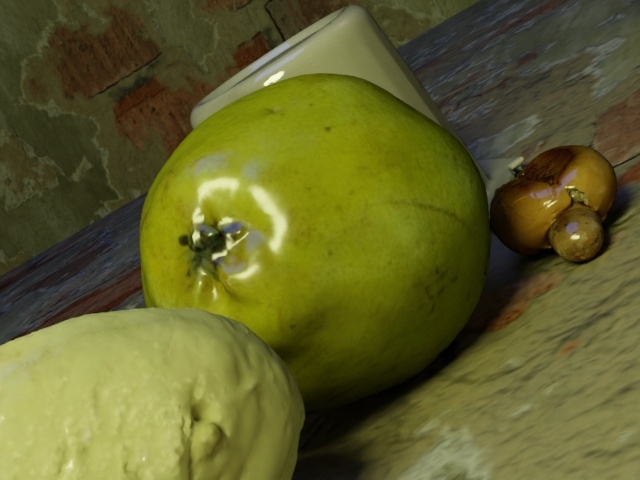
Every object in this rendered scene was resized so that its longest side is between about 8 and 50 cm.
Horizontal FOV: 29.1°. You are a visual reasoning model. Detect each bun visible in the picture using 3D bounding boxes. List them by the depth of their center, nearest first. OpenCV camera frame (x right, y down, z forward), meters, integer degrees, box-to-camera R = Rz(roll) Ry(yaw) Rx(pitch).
[{"bbox_3d":[-0.131,0.143,0.586,0.259,0.160,0.259,-18,-16,-5],"label":"bun"}]

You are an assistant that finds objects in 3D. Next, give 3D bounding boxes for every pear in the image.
[{"bbox_3d":[0.000,0.000,0.771,0.212,0.212,0.269,-26,-8,28],"label":"pear"}]

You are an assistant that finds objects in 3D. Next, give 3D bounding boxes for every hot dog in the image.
[{"bbox_3d":[0.161,-0.024,0.836,0.090,0.060,0.140,-37,5,-5],"label":"hot dog"}]

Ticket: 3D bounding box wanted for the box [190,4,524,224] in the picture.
[{"bbox_3d":[0.025,-0.086,1.081,0.262,0.206,0.291,-25,16,32],"label":"box"}]
